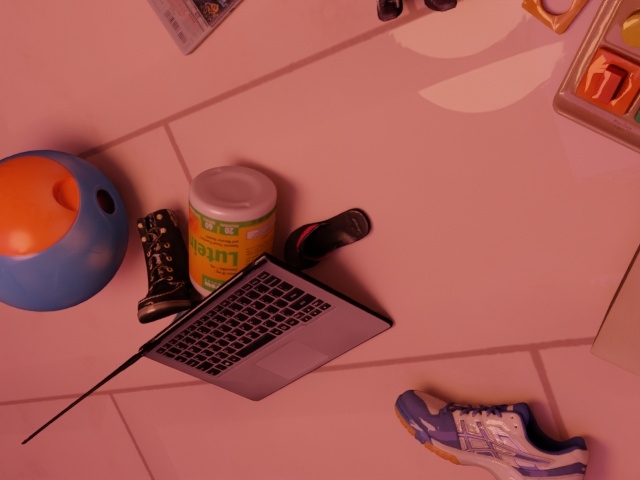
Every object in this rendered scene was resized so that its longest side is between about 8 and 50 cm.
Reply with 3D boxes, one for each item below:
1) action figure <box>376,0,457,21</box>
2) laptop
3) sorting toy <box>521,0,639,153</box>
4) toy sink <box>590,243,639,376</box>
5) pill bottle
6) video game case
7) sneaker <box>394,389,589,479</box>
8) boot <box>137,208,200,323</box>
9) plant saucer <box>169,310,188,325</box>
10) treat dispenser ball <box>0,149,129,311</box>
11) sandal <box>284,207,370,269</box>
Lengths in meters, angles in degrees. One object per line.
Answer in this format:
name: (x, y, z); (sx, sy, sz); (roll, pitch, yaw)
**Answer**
action figure: (0.084, -0.410, 0.868); (0.185, 0.099, 0.285); (-10, 120, 17)
laptop: (-0.163, 0.214, 1.147); (0.407, 0.236, 0.382); (29, 135, -28)
sorting toy: (0.379, -0.194, 0.839); (0.347, 0.047, 0.196); (31, 126, 17)
toy sink: (0.442, 0.049, 0.867); (0.152, 0.131, 0.234); (24, 128, 20)
pill bottle: (-0.146, 0.015, 1.210); (0.136, 0.136, 0.246); (24, 130, 21)
video game case: (-0.207, -0.408, 1.122); (0.173, 0.022, 0.190); (-32, 93, 39)
sneaker: (0.261, 0.286, 1.131); (0.296, 0.112, 0.131); (26, 107, 18)
boot: (-0.274, 0.040, 1.255); (0.085, 0.236, 0.179); (-19, 89, 6)
plant saucer: (-0.224, 0.127, 1.397); (0.067, 0.018, 0.192); (43, 127, 8)
treat dispenser ball: (-0.489, -0.017, 1.321); (0.288, 0.288, 0.288); (14, 119, 26)
sandal: (0.000, 0.000, 1.177); (0.179, 0.040, 0.067); (-27, 97, 38)
